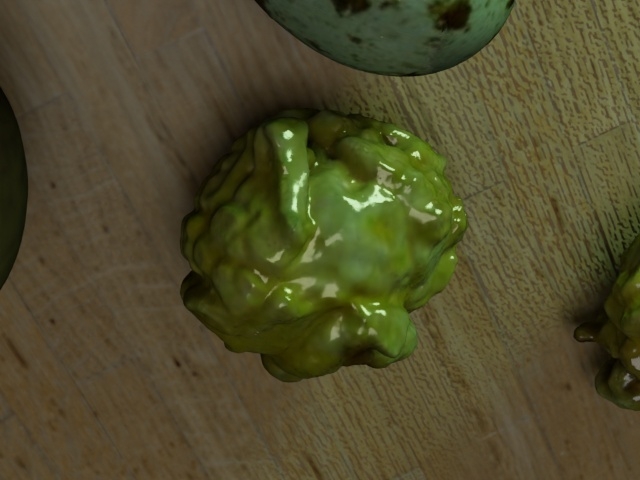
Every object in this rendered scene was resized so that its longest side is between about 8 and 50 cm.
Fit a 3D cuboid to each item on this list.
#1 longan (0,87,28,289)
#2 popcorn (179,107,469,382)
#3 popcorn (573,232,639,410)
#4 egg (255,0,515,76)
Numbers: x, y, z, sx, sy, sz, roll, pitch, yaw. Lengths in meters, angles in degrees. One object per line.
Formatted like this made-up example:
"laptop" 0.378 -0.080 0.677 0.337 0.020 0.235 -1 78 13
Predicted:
"longan" -0.364 -0.047 0.940 0.319 0.319 0.318 -4 114 -9
"popcorn" 0.000 0.000 1.093 0.256 0.195 0.254 -24 123 -20
"popcorn" 0.364 0.068 1.210 0.266 0.192 0.233 -22 135 26
"egg" 0.039 -0.215 1.014 0.231 0.169 0.169 13 111 -2
